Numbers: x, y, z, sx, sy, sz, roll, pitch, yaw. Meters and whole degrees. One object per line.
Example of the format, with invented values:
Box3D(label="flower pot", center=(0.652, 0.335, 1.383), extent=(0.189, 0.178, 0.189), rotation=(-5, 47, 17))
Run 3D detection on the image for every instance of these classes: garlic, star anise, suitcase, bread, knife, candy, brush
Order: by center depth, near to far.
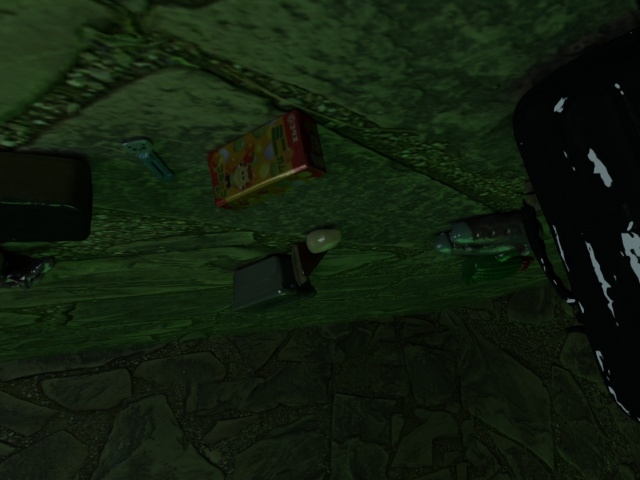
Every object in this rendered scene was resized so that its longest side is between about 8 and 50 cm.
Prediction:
Box3D(label="suitcase", center=(0.359, -0.029, 0.387), extent=(0.188, 0.345, 0.339), rotation=(1, 160, -45))
Box3D(label="brush", center=(-0.332, -0.036, 0.449), extent=(0.197, 0.059, 0.123), rotation=(-3, 161, -25))
Box3D(label="candy", center=(-0.058, -0.078, 0.472), extent=(0.122, 0.062, 0.038), rotation=(-19, 164, 28))
Box3D(label="knife", center=(-0.176, -0.081, 0.483), extent=(0.027, 0.010, 0.096), rotation=(-10, 165, 0))
Box3D(label="star anise", center=(-0.512, 0.054, 0.653), extent=(0.208, 0.063, 0.172), rotation=(-18, 161, 27))
Box3D(label="garlic", center=(0.001, 0.000, 0.837), extent=(0.053, 0.041, 0.083), rotation=(-18, 177, -22))
Box3D(label="bread", center=(-0.030, 0.032, 0.902), extent=(0.062, 0.109, 0.043), rotation=(39, 145, -7))

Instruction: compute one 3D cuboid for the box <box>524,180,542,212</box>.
Box3D(label="box", center=(0.381, -0.084, 0.745), extent=(0.024, 0.053, 0.083), rotation=(3, 161, -41))

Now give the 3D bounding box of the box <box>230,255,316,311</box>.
Box3D(label="box", center=(-0.107, 0.094, 0.996), extent=(0.172, 0.093, 0.124), rotation=(-21, 161, 32))

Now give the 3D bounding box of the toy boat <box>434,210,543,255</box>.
Box3D(label="toy boat", center=(0.369, 0.002, 0.985), extent=(0.227, 0.085, 0.155), rotation=(-7, 163, -12))

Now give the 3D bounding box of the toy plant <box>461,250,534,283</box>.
Box3D(label="toy plant", center=(0.504, 0.058, 1.276), extent=(0.240, 0.088, 0.154), rotation=(-16, 150, -5))
